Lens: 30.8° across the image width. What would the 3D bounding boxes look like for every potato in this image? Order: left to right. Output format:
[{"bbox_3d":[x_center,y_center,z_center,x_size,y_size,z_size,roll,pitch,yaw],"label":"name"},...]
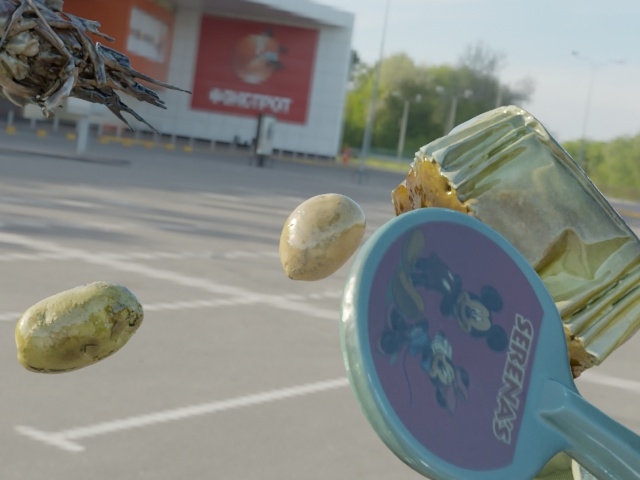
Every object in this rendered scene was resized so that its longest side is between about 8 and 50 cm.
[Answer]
[{"bbox_3d":[-0.312,0.113,1.505,0.170,0.107,0.080,-15,14,-12],"label":"potato"},{"bbox_3d":[0.003,-0.001,1.709,0.112,0.147,0.112,47,0,-1],"label":"potato"}]

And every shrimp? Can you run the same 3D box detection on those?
[{"bbox_3d":[-0.289,-0.192,1.182,0.343,0.116,0.145,24,-1,-31],"label":"shrimp"}]

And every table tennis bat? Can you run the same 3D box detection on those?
[{"bbox_3d":[0.108,0.081,0.641,0.244,0.153,0.040,36,-34,-22],"label":"table tennis bat"}]

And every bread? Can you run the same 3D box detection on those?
[{"bbox_3d":[0.149,0.009,0.886,0.110,0.210,0.192,-37,-6,-11],"label":"bread"}]

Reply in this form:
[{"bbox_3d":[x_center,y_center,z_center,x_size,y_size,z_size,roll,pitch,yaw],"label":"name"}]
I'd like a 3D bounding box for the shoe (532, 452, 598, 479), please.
[{"bbox_3d":[0.146,0.314,1.098,0.342,0.211,0.132,-28,29,-24],"label":"shoe"}]
